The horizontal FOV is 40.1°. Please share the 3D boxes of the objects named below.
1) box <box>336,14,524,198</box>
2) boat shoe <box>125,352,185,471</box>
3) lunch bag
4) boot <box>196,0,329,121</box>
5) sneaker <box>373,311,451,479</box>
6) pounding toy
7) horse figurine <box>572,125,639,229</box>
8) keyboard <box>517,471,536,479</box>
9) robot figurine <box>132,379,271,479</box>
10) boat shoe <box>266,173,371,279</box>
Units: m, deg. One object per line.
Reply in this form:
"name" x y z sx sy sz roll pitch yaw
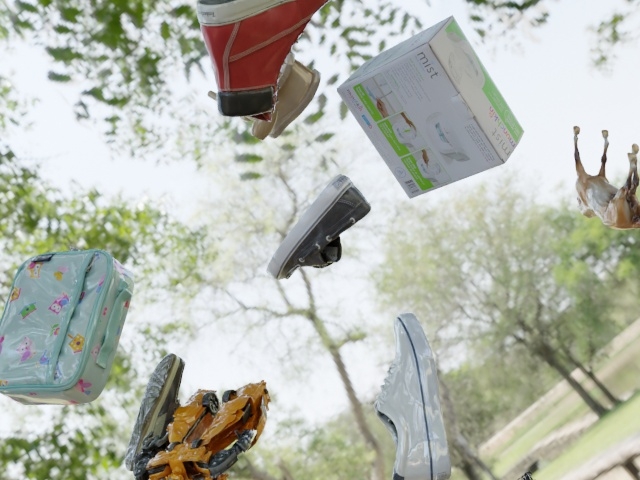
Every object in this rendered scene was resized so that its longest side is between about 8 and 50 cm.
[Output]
"box" 0.202 -0.238 1.618 0.231 0.262 0.127 -21 21 43
"boat shoe" -0.291 0.320 1.614 0.080 0.073 0.224 3 72 59
"lunch bag" -0.447 0.144 1.530 0.223 0.279 0.108 -6 -30 26
"boot" -0.054 -0.260 1.164 0.244 0.088 0.176 -34 -52 -37
"sneaker" 0.122 0.223 1.269 0.091 0.258 0.094 -6 -33 -3
"pounding toy" -0.109 -0.295 1.620 0.154 0.269 0.154 30 -77 -29
"horse figurine" 0.487 -0.086 1.461 0.066 0.263 0.175 -12 -66 -13
"keyboard" 0.443 0.564 1.958 0.100 0.038 0.192 -59 -27 -10
"robot figurine" -0.191 0.339 1.494 0.211 0.085 0.291 -11 18 19
"boat shoe" 0.000 0.000 1.199 0.080 0.076 0.228 -46 -3 -46
